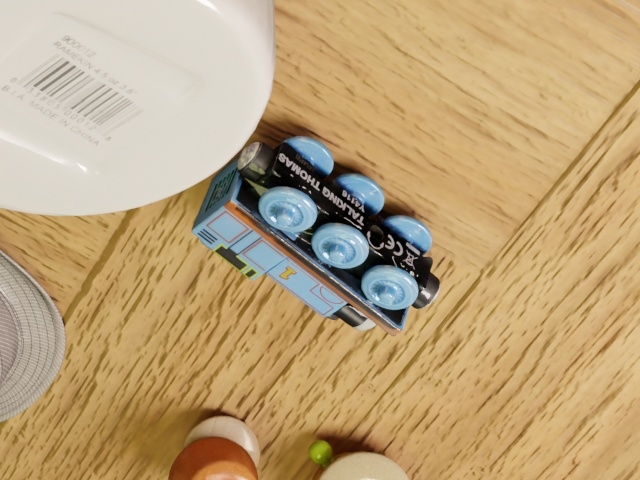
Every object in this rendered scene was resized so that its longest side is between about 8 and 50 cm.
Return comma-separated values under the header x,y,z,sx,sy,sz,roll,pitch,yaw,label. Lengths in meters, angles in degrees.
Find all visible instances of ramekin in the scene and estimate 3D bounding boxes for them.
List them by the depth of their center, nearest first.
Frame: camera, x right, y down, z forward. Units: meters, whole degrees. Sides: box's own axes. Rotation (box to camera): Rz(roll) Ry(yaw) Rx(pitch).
x,y,z,sx,sy,sz,roll,pitch,yaw,label
-0.158,-0.137,1.119,0.277,0.135,0.277,-5,144,-4,ramekin

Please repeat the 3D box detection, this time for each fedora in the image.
x,y,z,sx,sy,sz,roll,pitch,yaw,label
-0.351,0.088,1.398,0.275,0.124,0.244,39,125,-17,fedora

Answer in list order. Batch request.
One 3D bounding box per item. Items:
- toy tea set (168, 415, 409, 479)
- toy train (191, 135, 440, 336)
x,y,z,sx,sy,sz,roll,pitch,yaw,label
0.007,0.278,1.484,0.200,0.124,0.336,-30,100,-8,toy tea set
0.000,0.000,1.292,0.184,0.080,0.105,37,134,-19,toy train
